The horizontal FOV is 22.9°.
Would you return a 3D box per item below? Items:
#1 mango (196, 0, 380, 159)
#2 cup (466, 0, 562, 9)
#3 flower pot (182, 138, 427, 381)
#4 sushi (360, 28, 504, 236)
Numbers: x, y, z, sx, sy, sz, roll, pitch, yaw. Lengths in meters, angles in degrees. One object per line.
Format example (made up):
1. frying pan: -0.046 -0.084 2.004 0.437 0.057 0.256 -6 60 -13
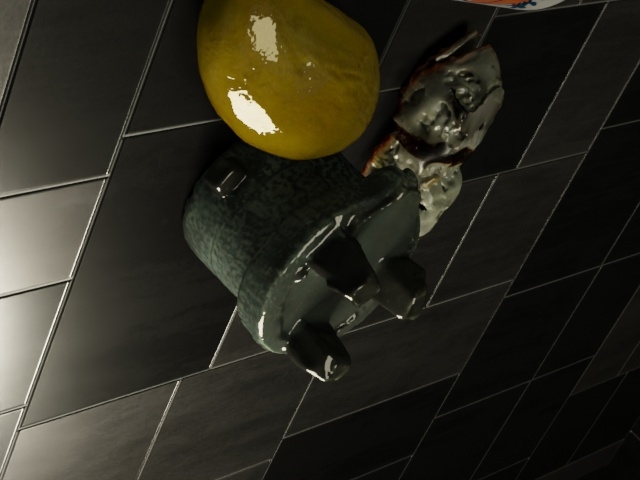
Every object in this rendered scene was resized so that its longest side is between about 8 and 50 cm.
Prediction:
1. mango: -0.043 -0.202 1.885 0.195 0.142 0.331 -53 144 8
2. cup: 0.197 -0.384 1.863 0.317 0.212 0.212 -3 133 -53
3. flower pot: 0.000 0.000 2.056 0.299 0.283 0.299 -31 150 -20
4. sushi: 0.156 -0.136 2.234 0.124 0.130 0.332 -8 135 -48
